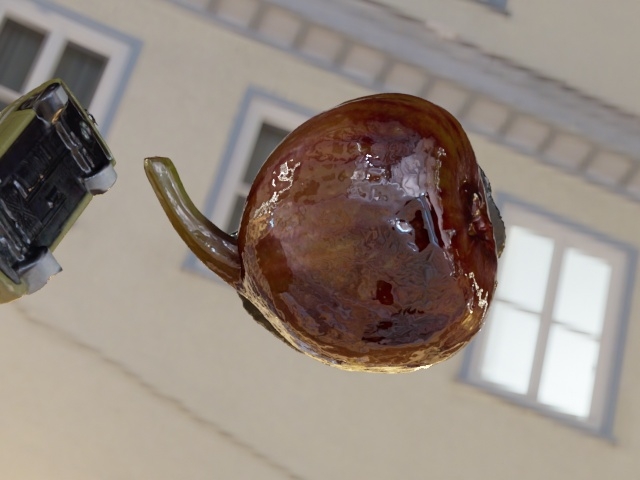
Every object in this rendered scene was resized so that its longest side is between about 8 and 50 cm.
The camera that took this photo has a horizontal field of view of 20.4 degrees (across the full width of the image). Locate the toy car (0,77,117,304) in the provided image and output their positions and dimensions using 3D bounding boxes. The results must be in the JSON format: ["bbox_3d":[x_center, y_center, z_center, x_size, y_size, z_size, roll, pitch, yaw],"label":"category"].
[{"bbox_3d":[-0.252,-0.030,1.404,0.124,0.257,0.101,-25,-71,23],"label":"toy car"}]

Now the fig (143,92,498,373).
[{"bbox_3d":[0.005,0.006,1.124,0.207,0.175,0.175,-15,-45,15],"label":"fig"}]

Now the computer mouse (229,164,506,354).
[{"bbox_3d":[0.036,0.015,1.646,0.295,0.087,0.168,-32,-71,28],"label":"computer mouse"}]
